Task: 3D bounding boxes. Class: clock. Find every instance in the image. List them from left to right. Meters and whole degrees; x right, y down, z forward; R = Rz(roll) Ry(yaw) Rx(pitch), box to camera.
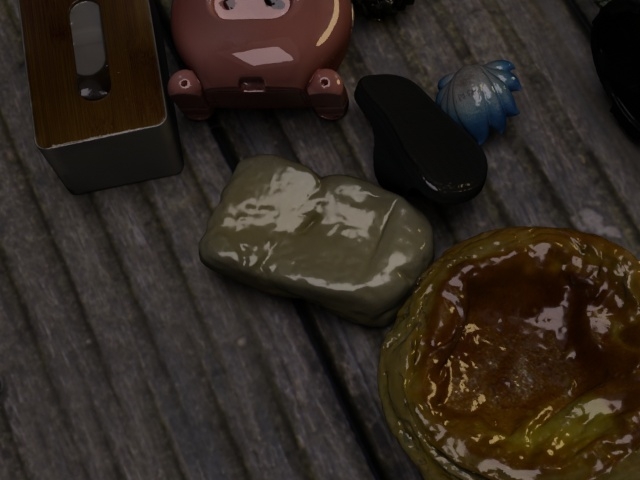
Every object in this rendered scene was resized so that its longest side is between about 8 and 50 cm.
[{"bbox_3d":[-0.073,-0.278,1.599,0.227,0.142,0.241,1,80,5],"label":"clock"}]

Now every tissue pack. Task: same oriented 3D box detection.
[{"bbox_3d":[-0.267,-0.201,1.610,0.160,0.136,0.246,-13,66,0],"label":"tissue pack"}]

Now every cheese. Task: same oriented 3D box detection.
[{"bbox_3d":[0.000,0.001,1.525,0.263,0.093,0.159,17,73,11],"label":"cheese"}]

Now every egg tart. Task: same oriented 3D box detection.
[{"bbox_3d":[0.233,0.150,1.411,0.352,0.150,0.351,-1,61,2],"label":"egg tart"}]

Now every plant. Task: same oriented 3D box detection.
[{"bbox_3d":[0.063,-0.341,1.661,0.094,0.092,0.143,-17,58,-35],"label":"plant"}]

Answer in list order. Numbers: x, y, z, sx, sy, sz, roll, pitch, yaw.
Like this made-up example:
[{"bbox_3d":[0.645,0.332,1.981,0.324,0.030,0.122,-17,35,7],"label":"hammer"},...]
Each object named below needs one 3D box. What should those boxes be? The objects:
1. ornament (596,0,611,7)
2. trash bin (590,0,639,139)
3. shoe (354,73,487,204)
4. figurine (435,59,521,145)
[{"bbox_3d":[0.379,-0.282,1.638,0.068,0.041,0.092,-14,77,24],"label":"ornament"},{"bbox_3d":[0.492,-0.255,1.512,0.302,0.252,0.203,-30,66,-13],"label":"trash bin"},{"bbox_3d":[0.112,-0.103,1.567,0.108,0.093,0.241,-5,42,-26],"label":"shoe"},{"bbox_3d":[0.192,-0.164,1.589,0.114,0.079,0.114,-4,77,19],"label":"figurine"}]
